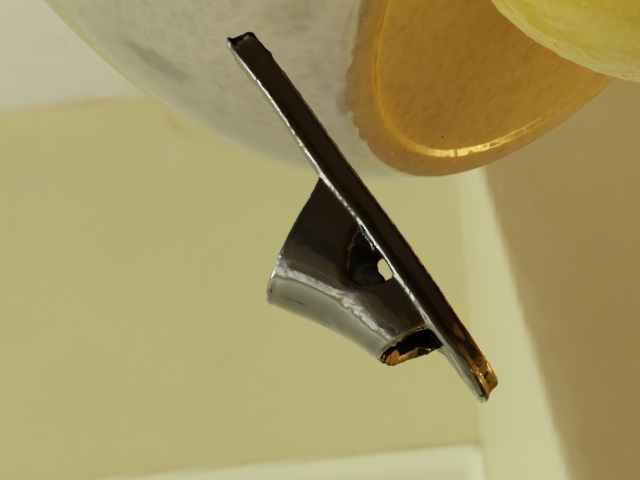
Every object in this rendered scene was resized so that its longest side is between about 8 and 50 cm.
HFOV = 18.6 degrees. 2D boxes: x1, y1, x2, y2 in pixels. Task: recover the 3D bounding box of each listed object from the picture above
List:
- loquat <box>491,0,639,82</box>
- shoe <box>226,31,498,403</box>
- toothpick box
[{"bbox_3d":[0.117,-0.123,0.563,0.204,0.149,0.172,26,-128,17],"label":"loquat"},{"bbox_3d":[0.000,0.000,0.672,0.053,0.062,0.159,-32,-108,-1],"label":"shoe"},{"bbox_3d":[-0.013,-0.265,1.011,0.409,0.409,0.425,-25,-123,-32],"label":"toothpick box"}]
